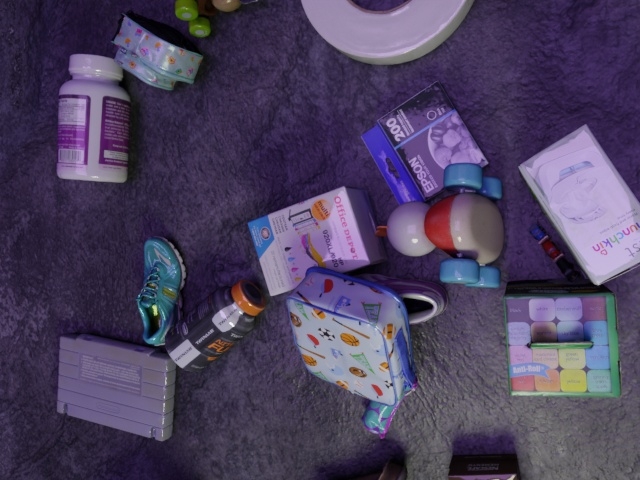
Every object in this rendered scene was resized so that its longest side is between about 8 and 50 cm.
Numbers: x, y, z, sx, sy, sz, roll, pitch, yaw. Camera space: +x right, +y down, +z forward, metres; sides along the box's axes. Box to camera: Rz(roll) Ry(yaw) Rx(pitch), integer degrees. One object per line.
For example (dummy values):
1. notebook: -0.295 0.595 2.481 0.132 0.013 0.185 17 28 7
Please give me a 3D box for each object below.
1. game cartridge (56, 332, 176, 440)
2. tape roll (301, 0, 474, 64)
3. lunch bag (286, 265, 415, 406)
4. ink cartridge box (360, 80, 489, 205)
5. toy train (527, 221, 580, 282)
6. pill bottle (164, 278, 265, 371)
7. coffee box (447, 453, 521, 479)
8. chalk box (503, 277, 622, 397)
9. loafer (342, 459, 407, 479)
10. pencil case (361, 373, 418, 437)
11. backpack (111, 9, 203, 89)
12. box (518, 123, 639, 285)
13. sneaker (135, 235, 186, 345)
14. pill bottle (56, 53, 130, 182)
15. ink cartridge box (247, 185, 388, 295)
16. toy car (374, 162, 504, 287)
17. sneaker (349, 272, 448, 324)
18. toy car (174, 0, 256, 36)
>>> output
1. game cartridge: -0.547 0.381 1.494 0.355 0.068 0.230 7 92 20
2. tape roll: 0.142 -0.572 1.176 0.392 0.072 0.392 1 93 20
3. lunch bag: 0.071 0.197 1.103 0.243 0.115 0.303 13 140 29
4. ink cartridge box: 0.213 -0.194 1.186 0.208 0.045 0.206 -32 83 20
5. toy train: 0.444 0.019 1.075 0.027 0.036 0.158 -46 38 23
6. pill bottle: -0.245 0.196 1.332 0.245 0.130 0.130 -40 80 18
7. coffee box: 0.354 0.580 1.149 0.141 0.098 0.247 -11 89 20
8. chalk box: 0.424 0.172 0.998 0.180 0.289 0.179 -4 92 21
9. loafer: 0.042 0.601 1.247 0.130 0.134 0.366 47 107 11
10. pencil case: 0.152 0.352 1.229 0.070 0.064 0.152 40 107 40
11. backpack: -0.381 -0.440 1.326 0.188 0.166 0.144 27 103 20
12. box: 0.462 -0.059 0.986 0.126 0.262 0.231 -34 81 18
13. sneaker: -0.404 0.126 1.398 0.107 0.110 0.275 -4 91 21
14. pill bottle: -0.566 -0.300 1.402 0.169 0.169 0.302 6 95 20
15. ink cartridge box: 0.000 0.000 1.209 0.232 0.168 0.171 -19 86 19
16. toy car: 0.227 -0.021 1.127 0.238 0.210 0.219 -2 81 37
17. sneaker: 0.118 0.125 1.179 0.282 0.161 0.102 -5 93 22
18. toy car: -0.230 -0.580 1.285 0.188 0.149 0.155 -7 80 9
